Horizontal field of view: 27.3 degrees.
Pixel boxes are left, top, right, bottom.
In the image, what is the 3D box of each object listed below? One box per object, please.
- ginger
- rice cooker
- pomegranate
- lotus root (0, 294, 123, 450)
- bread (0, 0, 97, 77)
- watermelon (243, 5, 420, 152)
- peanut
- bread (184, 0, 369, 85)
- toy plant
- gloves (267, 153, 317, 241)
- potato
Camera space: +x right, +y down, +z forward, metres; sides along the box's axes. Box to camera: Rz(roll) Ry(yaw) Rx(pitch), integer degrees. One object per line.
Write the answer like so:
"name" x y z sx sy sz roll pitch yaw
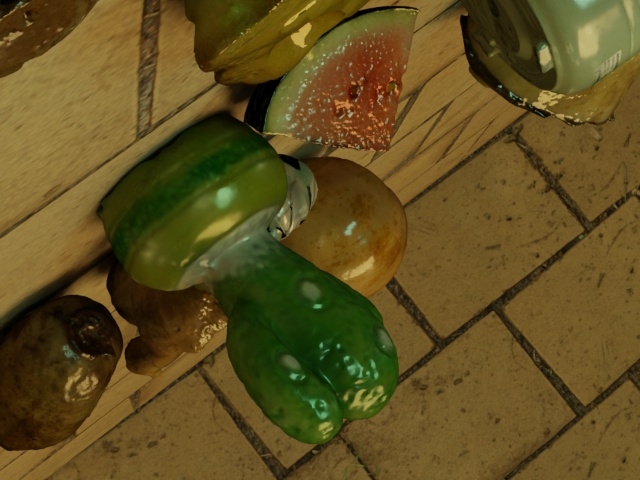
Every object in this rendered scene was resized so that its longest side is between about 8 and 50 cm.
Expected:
"ginger" -0.169 0.087 1.379 0.165 0.096 0.067 -37 -167 37
"rice cooker" 0.240 -0.262 1.151 0.244 0.226 0.226 -34 173 -7
"pomegranate" 0.012 -0.011 1.734 0.207 0.207 0.207 -38 174 -5
"lotus root" -0.303 0.153 1.445 0.260 0.128 0.145 -43 -177 45
"bread" -0.158 -0.118 0.629 0.113 0.060 0.082 -34 172 -23
"watermelon" -0.001 -0.145 1.239 0.193 0.137 0.145 -37 -151 -17
"peanut" -0.169 0.045 1.524 0.236 0.120 0.110 -11 108 -71
"bread" -0.022 -0.177 0.889 0.160 0.088 0.233 -34 177 3
"toy plant" -0.051 0.047 1.263 0.184 0.316 0.224 -43 171 28
"gloves" -0.098 -0.022 1.446 0.212 0.127 0.111 -38 166 -49
"potato" 0.320 -0.277 1.602 0.285 0.243 0.242 -3 149 -46
